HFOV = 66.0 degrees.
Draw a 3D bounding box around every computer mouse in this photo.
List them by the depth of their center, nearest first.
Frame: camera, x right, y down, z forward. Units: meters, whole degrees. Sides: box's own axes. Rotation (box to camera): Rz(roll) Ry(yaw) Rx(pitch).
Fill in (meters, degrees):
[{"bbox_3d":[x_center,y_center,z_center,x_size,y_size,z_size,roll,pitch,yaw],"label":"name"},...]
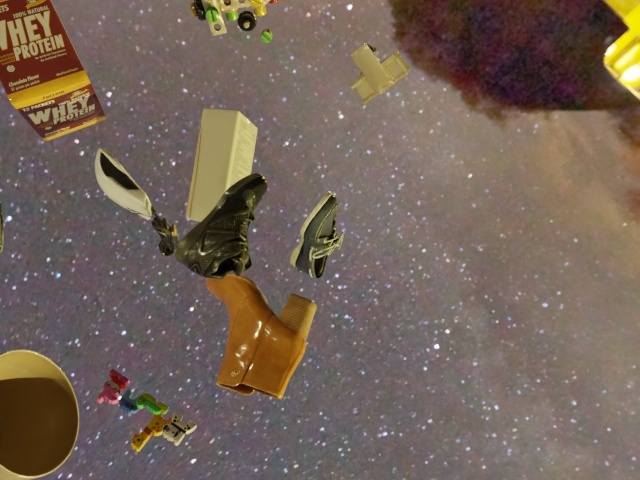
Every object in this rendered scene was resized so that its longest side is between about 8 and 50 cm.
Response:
[{"bbox_3d":[-0.292,-0.059,0.763,0.042,0.106,0.193,-41,-95,-20],"label":"computer mouse"}]

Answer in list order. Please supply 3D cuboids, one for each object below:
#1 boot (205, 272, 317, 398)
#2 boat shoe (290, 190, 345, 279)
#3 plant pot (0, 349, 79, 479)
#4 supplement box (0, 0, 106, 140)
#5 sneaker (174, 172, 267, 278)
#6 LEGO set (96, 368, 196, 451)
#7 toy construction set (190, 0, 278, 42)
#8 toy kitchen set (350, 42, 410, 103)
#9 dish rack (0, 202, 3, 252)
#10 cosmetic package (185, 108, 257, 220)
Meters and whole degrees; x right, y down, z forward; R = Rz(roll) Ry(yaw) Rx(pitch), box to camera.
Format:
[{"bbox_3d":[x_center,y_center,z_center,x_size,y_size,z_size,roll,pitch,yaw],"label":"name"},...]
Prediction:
[{"bbox_3d":[-0.164,0.187,0.992,0.211,0.295,0.104,-63,-34,-25],"label":"boot"},{"bbox_3d":[0.000,0.000,1.002,0.079,0.255,0.095,38,-128,11],"label":"boat shoe"},{"bbox_3d":[-0.728,0.416,1.115,0.284,0.190,0.284,-24,-90,-80],"label":"plant pot"},{"bbox_3d":[-0.510,-0.318,0.905,0.129,0.194,0.191,-26,-90,-17],"label":"supplement box"},{"bbox_3d":[-0.152,-0.019,0.927,0.130,0.087,0.227,32,-109,21],"label":"sneaker"},{"bbox_3d":[-0.393,0.394,1.076,0.227,0.087,0.093,29,-132,9],"label":"LEGO set"},{"bbox_3d":[-0.229,-0.700,1.342,0.257,0.309,0.237,14,-140,-11],"label":"toy construction set"},{"bbox_3d":[0.082,-0.260,0.715,0.068,0.083,0.075,47,-136,-19],"label":"toy kitchen set"},{"bbox_3d":[-0.688,-0.031,0.824,0.271,0.074,0.208,-7,-89,-9],"label":"dish rack"},{"bbox_3d":[-0.277,-0.199,1.408,0.113,0.310,0.160,7,176,13],"label":"cosmetic package"}]
